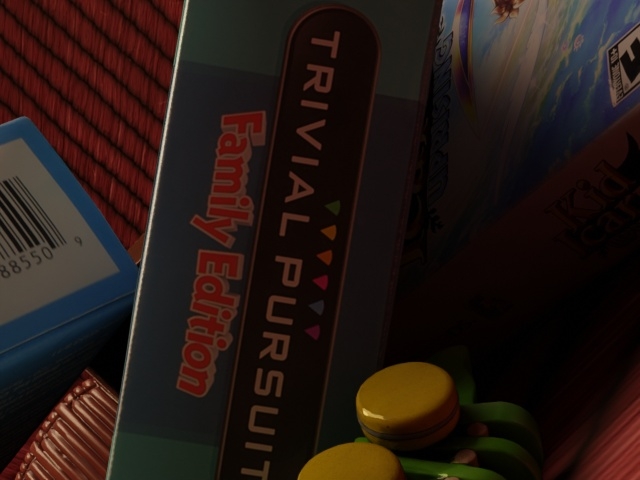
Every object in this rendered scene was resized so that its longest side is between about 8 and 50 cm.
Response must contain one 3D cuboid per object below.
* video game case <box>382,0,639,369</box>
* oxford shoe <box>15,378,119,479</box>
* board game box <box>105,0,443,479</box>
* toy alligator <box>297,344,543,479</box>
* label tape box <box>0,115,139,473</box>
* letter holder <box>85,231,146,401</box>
[{"bbox_3d":[0.098,-0.107,0.680,0.244,0.061,0.269,-45,31,48],"label":"video game case"},{"bbox_3d":[-0.083,0.123,1.149,0.348,0.123,0.130,-47,-24,6],"label":"oxford shoe"},{"bbox_3d":[-0.026,0.010,0.642,0.336,0.079,0.254,180,99,-85],"label":"board game box"},{"bbox_3d":[0.019,0.089,0.430,0.051,0.056,0.190,4,33,28],"label":"toy alligator"},{"bbox_3d":[-0.264,0.111,0.776,0.249,0.115,0.348,-28,-13,-43],"label":"label tape box"},{"bbox_3d":[0.000,0.000,0.935,0.302,0.152,0.214,-47,5,-5],"label":"letter holder"}]
